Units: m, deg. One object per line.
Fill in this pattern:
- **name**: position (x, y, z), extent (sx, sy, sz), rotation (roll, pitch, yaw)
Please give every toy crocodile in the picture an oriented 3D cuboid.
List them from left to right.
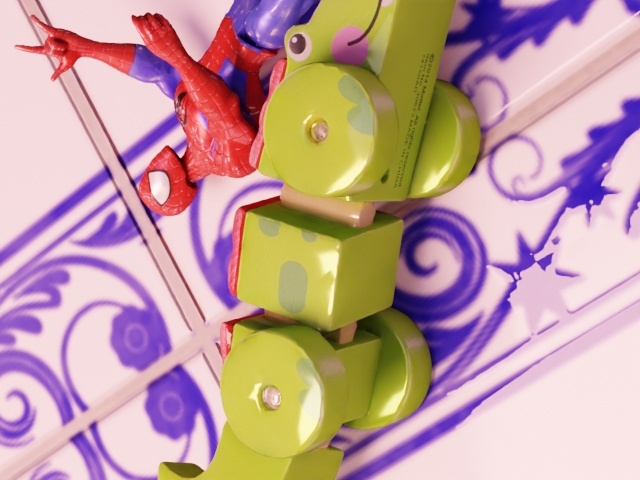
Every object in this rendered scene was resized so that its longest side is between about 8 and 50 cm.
- **toy crocodile**: position (0.000, 0.000, 0.934), extent (0.105, 0.115, 0.341), rotation (20, 106, 29)

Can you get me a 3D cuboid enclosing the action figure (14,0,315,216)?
- **action figure**: position (-0.056, -0.137, 0.941), extent (0.280, 0.139, 0.091), rotation (-63, 29, 23)
